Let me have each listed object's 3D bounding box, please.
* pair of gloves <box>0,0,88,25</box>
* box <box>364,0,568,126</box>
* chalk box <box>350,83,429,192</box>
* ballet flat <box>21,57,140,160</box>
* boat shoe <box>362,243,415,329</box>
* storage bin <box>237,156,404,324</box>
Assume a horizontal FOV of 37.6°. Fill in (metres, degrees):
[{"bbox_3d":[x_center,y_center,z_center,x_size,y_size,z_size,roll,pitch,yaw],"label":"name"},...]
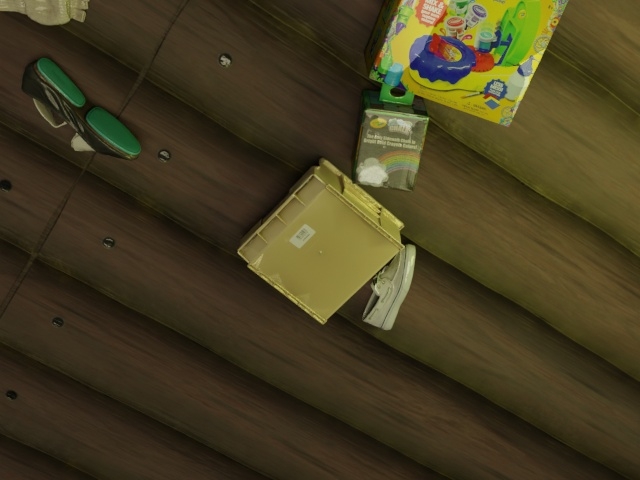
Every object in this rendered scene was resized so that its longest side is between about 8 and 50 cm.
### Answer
[{"bbox_3d":[-0.537,-0.530,1.789,0.204,0.042,0.240,11,118,-6],"label":"pair of gloves"},{"bbox_3d":[0.268,-0.410,1.781,0.290,0.177,0.279,17,115,-9],"label":"box"},{"bbox_3d":[0.141,-0.225,1.901,0.132,0.132,0.213,8,116,-3],"label":"chalk box"},{"bbox_3d":[-0.492,-0.249,1.914,0.280,0.095,0.096,45,119,-9],"label":"ballet flat"},{"bbox_3d":[0.150,0.105,2.097,0.076,0.083,0.226,11,117,-7],"label":"boat shoe"},{"bbox_3d":[0.000,0.000,2.022,0.260,0.123,0.262,39,111,-18],"label":"storage bin"}]
